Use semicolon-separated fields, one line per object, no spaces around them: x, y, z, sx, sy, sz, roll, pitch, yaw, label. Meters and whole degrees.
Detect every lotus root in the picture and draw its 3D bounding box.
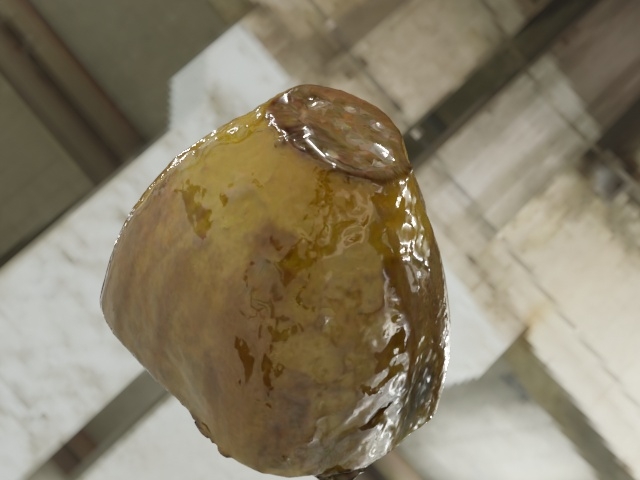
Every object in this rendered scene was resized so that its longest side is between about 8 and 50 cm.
0.001;0.001;0.952;0.188;0.199;0.180;39;-49;22;lotus root
